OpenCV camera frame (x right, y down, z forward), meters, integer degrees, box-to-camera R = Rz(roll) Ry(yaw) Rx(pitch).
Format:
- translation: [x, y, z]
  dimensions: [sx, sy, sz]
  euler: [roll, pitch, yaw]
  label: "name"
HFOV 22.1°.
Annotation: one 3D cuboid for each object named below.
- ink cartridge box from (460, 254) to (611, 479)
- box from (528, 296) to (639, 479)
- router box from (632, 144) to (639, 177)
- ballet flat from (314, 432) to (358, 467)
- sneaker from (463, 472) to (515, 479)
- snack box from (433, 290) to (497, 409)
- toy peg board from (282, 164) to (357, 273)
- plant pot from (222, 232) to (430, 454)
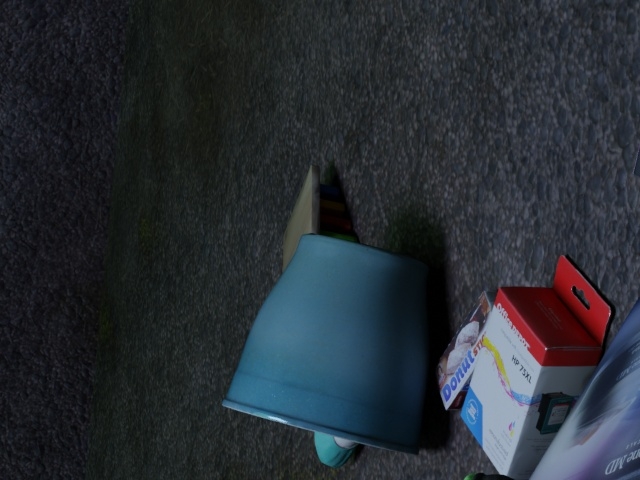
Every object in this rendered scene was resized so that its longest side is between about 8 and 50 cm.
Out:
- translation: [0.246, 0.145, 1.888]
  dimensions: [0.134, 0.078, 0.231]
  euler: [-124, 41, -54]
  label: "ink cartridge box"
- translation: [0.337, 0.154, 1.345]
  dimensions: [0.294, 0.183, 0.296]
  euler: [-53, 4, -30]
  label: "box"
- translation: [0.387, -0.052, 1.477]
  dimensions: [0.179, 0.133, 0.046]
  euler: [-141, 59, -63]
  label: "router box"
- translation: [0.044, 0.229, 2.383]
  dimensions: [0.087, 0.083, 0.247]
  euler: [25, 115, 51]
  label: "ballet flat"
- translation: [0.284, 0.380, 1.654]
  dimensions: [0.483, 0.202, 0.185]
  euler: [47, 163, 58]
  label: "sneaker"
- translation: [0.192, 0.142, 2.092]
  dimensions: [0.178, 0.022, 0.064]
  euler: [116, 145, -46]
  label: "snack box"
- translation: [0.000, 0.000, 2.522]
  dimensions: [0.160, 0.079, 0.161]
  euler: [-90, 17, -46]
  label: "toy peg board"
- translation: [0.029, 0.132, 2.207]
  dimensions: [0.271, 0.271, 0.255]
  euler: [2, 78, 68]
  label: "plant pot"
